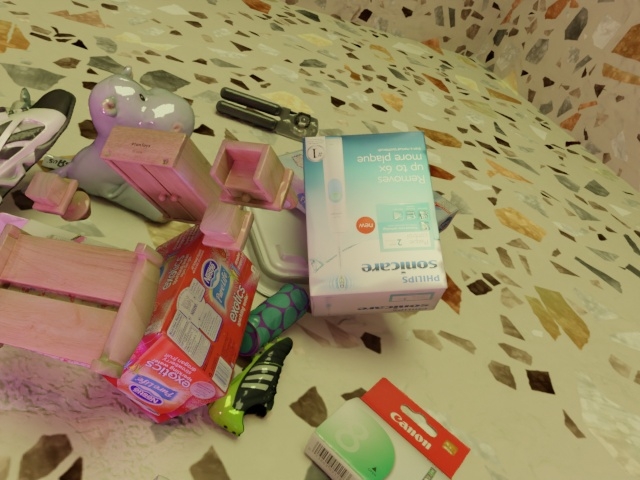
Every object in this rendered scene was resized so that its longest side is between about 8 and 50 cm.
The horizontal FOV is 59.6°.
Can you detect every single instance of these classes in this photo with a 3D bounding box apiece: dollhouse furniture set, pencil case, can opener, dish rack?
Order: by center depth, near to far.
[{"bbox_3d":[-0.210,0.066,0.660,0.304,0.174,0.355,9,69,19],"label":"dollhouse furniture set"},{"bbox_3d":[-0.082,0.124,0.901,0.070,0.064,0.152,-2,17,34],"label":"pencil case"},{"bbox_3d":[0.000,0.000,1.124,0.333,0.072,0.285,6,36,-27],"label":"dish rack"},{"bbox_3d":[-0.141,-0.338,1.530,0.284,0.075,0.095,17,1,-10],"label":"can opener"}]

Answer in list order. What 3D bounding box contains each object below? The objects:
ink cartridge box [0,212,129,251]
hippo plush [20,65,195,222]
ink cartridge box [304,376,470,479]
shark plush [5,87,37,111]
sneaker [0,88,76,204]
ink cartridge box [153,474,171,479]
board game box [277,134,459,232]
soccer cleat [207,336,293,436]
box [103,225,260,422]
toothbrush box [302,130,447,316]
[{"bbox_3d":[-0.367,0.048,0.783,0.198,0.115,0.067,19,34,-6],"label":"ink cartridge box"},{"bbox_3d":[-0.349,-0.200,1.031,0.295,0.236,0.234,15,34,-14],"label":"hippo plush"},{"bbox_3d":[0.112,0.290,0.801,0.181,0.056,0.225,38,37,20],"label":"ink cartridge box"},{"bbox_3d":[-0.580,-0.240,1.115,0.067,0.073,0.161,36,13,-44],"label":"shark plush"},{"bbox_3d":[-0.511,-0.159,0.866,0.146,0.123,0.330,45,44,-28],"label":"sneaker"},{"bbox_3d":[-0.064,0.336,0.437,0.283,0.207,0.117,32,29,-9],"label":"ink cartridge box"},{"bbox_3d":[0.096,-0.096,1.195,0.319,0.065,0.318,39,35,19],"label":"board game box"},{"bbox_3d":[-0.086,0.205,0.798,0.072,0.060,0.179,41,42,8],"label":"soccer cleat"},{"bbox_3d":[-0.186,0.100,0.776,0.128,0.123,0.256,53,23,-26],"label":"box"},{"bbox_3d":[0.082,-0.029,0.962,0.217,0.126,0.295,-2,67,0],"label":"toothbrush box"}]
